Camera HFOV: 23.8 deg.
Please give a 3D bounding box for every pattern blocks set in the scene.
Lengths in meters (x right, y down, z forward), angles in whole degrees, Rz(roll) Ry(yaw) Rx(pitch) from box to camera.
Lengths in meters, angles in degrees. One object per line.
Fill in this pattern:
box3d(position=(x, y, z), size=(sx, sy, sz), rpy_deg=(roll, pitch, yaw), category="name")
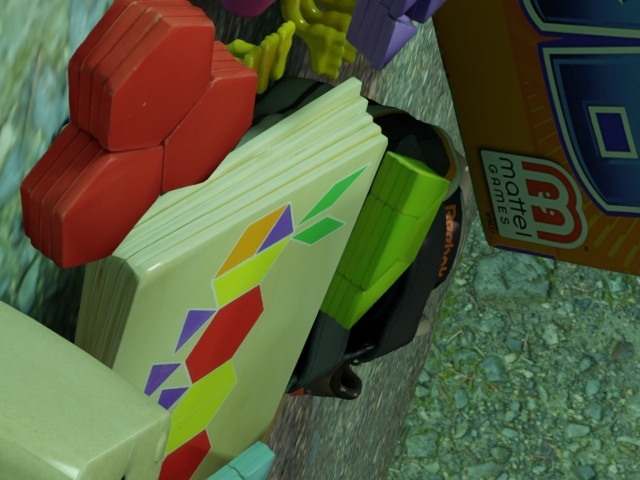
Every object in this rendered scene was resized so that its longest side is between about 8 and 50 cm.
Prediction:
box3d(position=(-0.044, 0.035, 0.553), size=(0.285, 0.026, 0.325), rpy_deg=(-25, 147, -53), category="pattern blocks set")

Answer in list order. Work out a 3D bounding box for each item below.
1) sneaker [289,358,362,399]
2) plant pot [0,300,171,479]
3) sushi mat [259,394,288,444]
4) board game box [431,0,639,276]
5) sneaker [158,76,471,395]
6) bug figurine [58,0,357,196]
box3d(position=(0.015, 0.037, 0.983), size=(0.061, 0.065, 0.158), rpy_deg=(-63, 164, -54), category="sneaker")
box3d(position=(-0.095, 0.066, 0.351), size=(0.109, 0.096, 0.109), rpy_deg=(-18, 123, -81), category="plant pot")
box3d(position=(-0.029, 0.067, 1.025), size=(0.316, 0.019, 0.151), rpy_deg=(-61, 163, -58), category="sushi mat")
box3d(position=(0.283, -0.208, 0.720), size=(0.356, 0.356, 0.356), rpy_deg=(-40, 125, -36), category="board game box")
box3d(position=(0.000, 0.000, 0.755), size=(0.321, 0.127, 0.126), rpy_deg=(-55, 160, -61), category="sneaker")
box3d(position=(-0.018, -0.142, 0.541), size=(0.216, 0.072, 0.279), rpy_deg=(-47, 157, -58), category="bug figurine")
